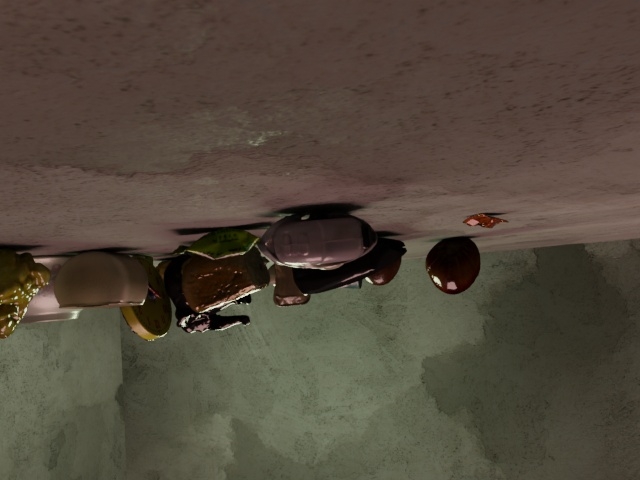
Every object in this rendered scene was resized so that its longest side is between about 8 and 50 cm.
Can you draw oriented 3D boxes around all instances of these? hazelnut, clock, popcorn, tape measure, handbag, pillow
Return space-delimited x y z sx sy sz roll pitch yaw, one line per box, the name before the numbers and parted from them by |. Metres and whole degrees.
hazelnut | 0.513 0.092 2.173 0.230 0.229 0.229 -4 175 0
clock | -0.558 0.175 1.815 0.071 0.293 0.277 -18 178 9
popcorn | -0.803 0.128 1.359 0.242 0.234 0.250 -31 173 35
tape measure | 0.000 0.000 1.156 0.236 0.120 0.197 -7 -177 -34
handbag | 0.114 0.063 1.836 0.342 0.152 0.288 -20 171 34
pillow | -0.098 0.117 1.887 0.130 0.217 0.033 -4 -166 -13

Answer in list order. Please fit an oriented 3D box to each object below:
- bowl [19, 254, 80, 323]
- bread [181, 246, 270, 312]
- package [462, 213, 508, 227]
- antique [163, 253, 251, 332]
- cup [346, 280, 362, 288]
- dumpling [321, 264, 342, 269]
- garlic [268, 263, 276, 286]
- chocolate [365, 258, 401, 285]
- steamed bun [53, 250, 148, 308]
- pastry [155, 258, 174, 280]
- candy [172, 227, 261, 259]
bowl | -0.879 0.163 1.802 0.435 0.195 0.435 -5 175 0
bread | -0.267 0.086 1.619 0.246 0.176 0.195 -20 -177 10
package | 0.433 -0.049 1.465 0.111 0.033 0.077 4 -179 -31
antique | -0.399 0.178 1.935 0.255 0.322 0.185 -19 -155 8
cup | 0.072 0.111 2.218 0.173 0.167 0.299 -3 -158 12
dumpling | 0.029 0.015 1.509 0.188 0.108 0.127 -21 -165 21
garlic | -0.052 0.113 2.009 0.281 0.184 0.203 -2 172 -29
chocolate | 0.218 0.086 2.083 0.177 0.176 0.177 -4 175 0
steamed bun | -0.634 0.113 1.623 0.242 0.164 0.146 -4 173 15
pastry | -0.467 0.144 2.148 0.311 0.161 0.255 -4 173 -19
candy | -0.225 0.006 1.330 0.247 0.069 0.149 -9 180 -2
